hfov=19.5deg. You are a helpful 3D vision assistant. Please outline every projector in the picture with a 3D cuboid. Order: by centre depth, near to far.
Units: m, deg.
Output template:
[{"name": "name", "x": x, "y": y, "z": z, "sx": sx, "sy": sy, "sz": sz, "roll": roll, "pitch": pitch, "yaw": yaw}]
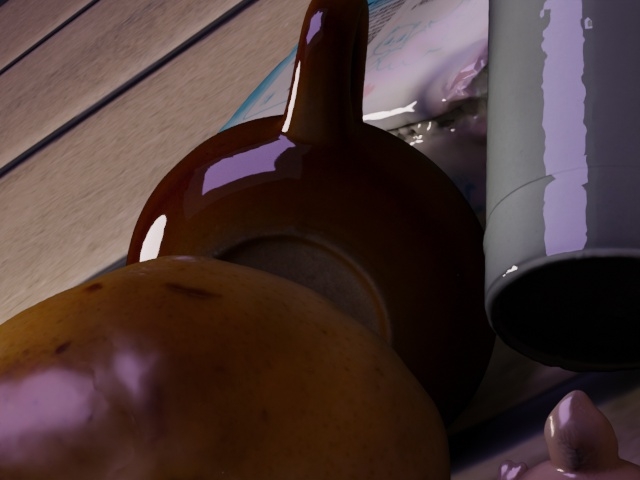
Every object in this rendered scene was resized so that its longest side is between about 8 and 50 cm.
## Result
[{"name": "projector", "x": 0.126, "y": -0.113, "z": 0.828, "sx": 0.108, "sy": 0.108, "sz": 0.337, "roll": -26, "pitch": 50, "yaw": 42}]

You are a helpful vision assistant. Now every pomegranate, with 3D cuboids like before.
[{"name": "pomegranate", "x": -0.063, "y": 0.115, "z": 0.755, "sx": 0.233, "sy": 0.233, "sz": 0.233, "roll": -38, "pitch": 20, "yaw": 17}]

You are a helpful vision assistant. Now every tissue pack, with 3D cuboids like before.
[{"name": "tissue pack", "x": 0.070, "y": -0.077, "z": 1.020, "sx": 0.271, "sy": 0.124, "sz": 0.201, "roll": -18, "pitch": 32, "yaw": 55}]

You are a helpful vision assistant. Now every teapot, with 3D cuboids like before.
[{"name": "teapot", "x": 0.000, "y": 0.000, "z": 0.888, "sx": 0.135, "sy": 0.178, "sz": 0.252, "roll": -63, "pitch": -21, "yaw": -69}]

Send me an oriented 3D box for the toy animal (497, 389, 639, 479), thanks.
[{"name": "toy animal", "x": 0.076, "y": 0.131, "z": 0.648, "sx": 0.150, "sy": 0.083, "sz": 0.089, "roll": -55, "pitch": -7, "yaw": 22}]
